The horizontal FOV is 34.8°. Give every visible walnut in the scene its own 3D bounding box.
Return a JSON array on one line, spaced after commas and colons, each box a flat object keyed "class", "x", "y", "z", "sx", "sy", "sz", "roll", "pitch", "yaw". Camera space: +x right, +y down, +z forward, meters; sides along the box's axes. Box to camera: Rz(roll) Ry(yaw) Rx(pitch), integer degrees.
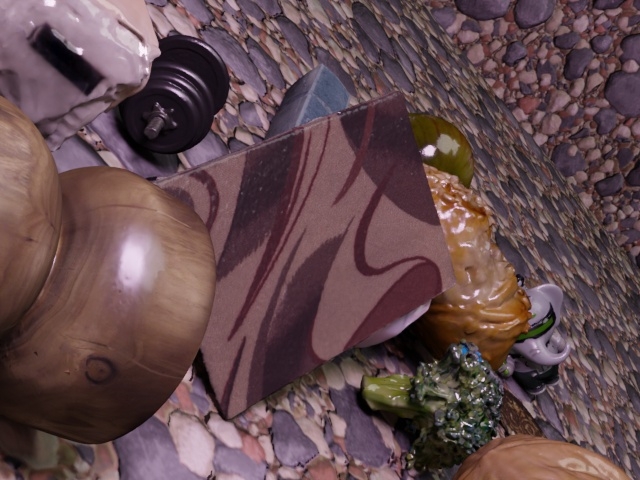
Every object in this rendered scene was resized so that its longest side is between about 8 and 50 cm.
[{"class": "walnut", "x": 0.221, "y": 0.308, "z": 0.987, "sx": 0.261, "sy": 0.224, "sz": 0.225, "roll": 58, "pitch": 22, "yaw": -12}]

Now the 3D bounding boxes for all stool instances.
[{"class": "stool", "x": -0.215, "y": 0.001, "z": 0.603, "sx": 0.264, "sy": 0.179, "sz": 0.179, "roll": 33, "pitch": 31, "yaw": -43}]

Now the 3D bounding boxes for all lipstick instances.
[{"class": "lipstick", "x": -0.021, "y": -0.141, "z": 1.316, "sx": 0.077, "sy": 0.076, "sz": 0.290, "roll": 49, "pitch": 23, "yaw": -17}]

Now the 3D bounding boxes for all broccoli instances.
[{"class": "broccoli", "x": 0.118, "y": 0.177, "z": 1.111, "sx": 0.160, "sy": 0.155, "sz": 0.167, "roll": 7, "pitch": 36, "yaw": -5}]

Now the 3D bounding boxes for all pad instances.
[{"class": "pad", "x": 0.000, "y": 0.000, "z": 0.963, "sx": 0.330, "sy": 0.004, "sz": 0.220, "roll": -27, "pitch": 104, "yaw": -39}]

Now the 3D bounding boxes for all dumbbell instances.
[{"class": "dumbbell", "x": -0.148, "y": -0.152, "z": 1.051, "sx": 0.099, "sy": 0.099, "sz": 0.208, "roll": 47, "pitch": 24, "yaw": -18}]

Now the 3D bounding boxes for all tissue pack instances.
[{"class": "tissue pack", "x": -0.305, "y": -0.251, "z": 0.783, "sx": 0.390, "sy": 0.195, "sz": 0.376, "roll": 38, "pitch": 15, "yaw": -35}]

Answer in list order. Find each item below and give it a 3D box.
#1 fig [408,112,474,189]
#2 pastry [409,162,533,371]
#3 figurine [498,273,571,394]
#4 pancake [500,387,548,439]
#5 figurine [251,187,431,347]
[{"class": "fig", "x": 0.144, "y": -0.160, "z": 1.593, "sx": 0.151, "sy": 0.151, "sz": 0.259, "roll": 35, "pitch": 26, "yaw": -39}, {"class": "pastry", "x": 0.143, "y": 0.017, "z": 1.243, "sx": 0.311, "sy": 0.162, "sz": 0.255, "roll": 54, "pitch": -7, "yaw": -12}, {"class": "figurine", "x": 0.306, "y": 0.138, "z": 1.522, "sx": 0.126, "sy": 0.147, "sz": 0.192, "roll": -115, "pitch": -177, "yaw": -72}, {"class": "pancake", "x": 0.282, "y": 0.284, "z": 1.402, "sx": 0.184, "sy": 0.020, "sz": 0.191, "roll": 30, "pitch": 32, "yaw": -46}, {"class": "figurine", "x": -0.001, "y": 0.023, "z": 1.048, "sx": 0.276, "sy": 0.133, "sz": 0.200, "roll": 31, "pitch": 38, "yaw": -39}]
